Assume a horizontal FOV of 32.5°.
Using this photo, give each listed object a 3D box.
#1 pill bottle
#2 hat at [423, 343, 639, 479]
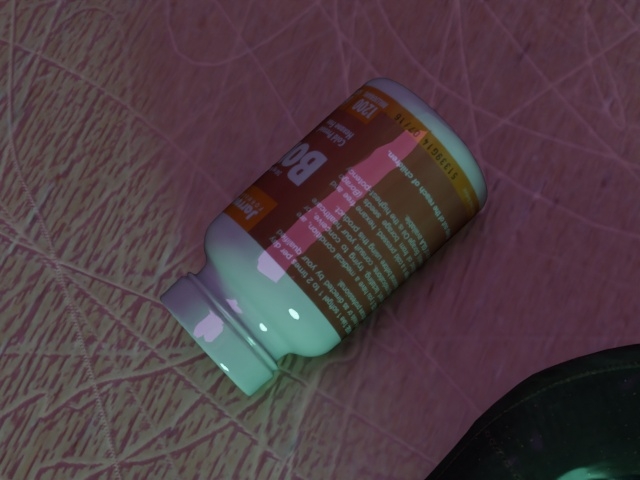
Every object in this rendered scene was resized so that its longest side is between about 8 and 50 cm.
[{"bbox_3d":[0.000,0.000,0.752,0.216,0.121,0.121,-43,67,-8],"label":"pill bottle"},{"bbox_3d":[0.189,0.229,0.618,0.331,0.134,0.331,-9,71,27],"label":"hat"}]
